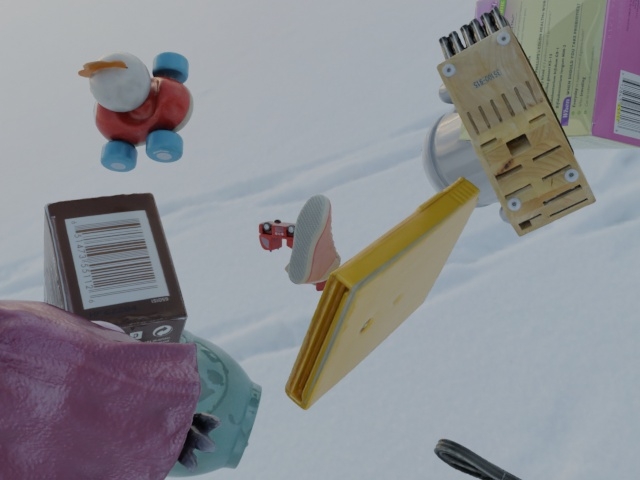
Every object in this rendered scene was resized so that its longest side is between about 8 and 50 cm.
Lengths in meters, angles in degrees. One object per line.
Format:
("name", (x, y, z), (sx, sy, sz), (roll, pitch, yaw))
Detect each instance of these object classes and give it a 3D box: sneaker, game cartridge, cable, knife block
("sneaker", (0.000, 0.000, 1.185), (0.070, 0.134, 0.051), (7, 10, -45))
("game cartridge", (0.094, 0.071, 1.191), (0.053, 0.285, 0.324), (38, 47, 17))
("cable", (0.332, 0.446, 1.439), (0.072, 0.287, 0.139), (-62, 6, -22))
("knife block", (0.225, -0.144, 0.948), (0.088, 0.275, 0.242), (-27, -11, 20))

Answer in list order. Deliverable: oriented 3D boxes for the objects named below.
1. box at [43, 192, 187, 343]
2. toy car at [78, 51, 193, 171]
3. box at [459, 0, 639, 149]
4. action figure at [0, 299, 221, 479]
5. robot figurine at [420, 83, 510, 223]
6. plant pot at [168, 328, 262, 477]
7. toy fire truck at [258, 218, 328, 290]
("box", (-0.286, 0.127, 1.079), (0.143, 0.381, 0.191), (-8, 57, -22))
("toy car", (-0.386, -0.285, 1.568), (0.210, 0.238, 0.219), (-9, 67, 23))
("box", (0.332, -0.240, 1.153), (0.117, 0.213, 0.243), (6, 1, -35))
("action figure", (-0.259, 0.067, 0.555), (0.248, 0.370, 0.275), (-55, 28, 9))
("robot figurine", (0.326, -0.178, 1.524), (0.200, 0.299, 0.353), (-25, -1, -32))
("plant pot", (-0.233, 0.344, 1.629), (0.196, 0.293, 0.293), (19, 33, -7))
("toy fire truck", (-0.044, 0.030, 1.721), (0.192, 0.135, 0.047), (6, 13, 31))
